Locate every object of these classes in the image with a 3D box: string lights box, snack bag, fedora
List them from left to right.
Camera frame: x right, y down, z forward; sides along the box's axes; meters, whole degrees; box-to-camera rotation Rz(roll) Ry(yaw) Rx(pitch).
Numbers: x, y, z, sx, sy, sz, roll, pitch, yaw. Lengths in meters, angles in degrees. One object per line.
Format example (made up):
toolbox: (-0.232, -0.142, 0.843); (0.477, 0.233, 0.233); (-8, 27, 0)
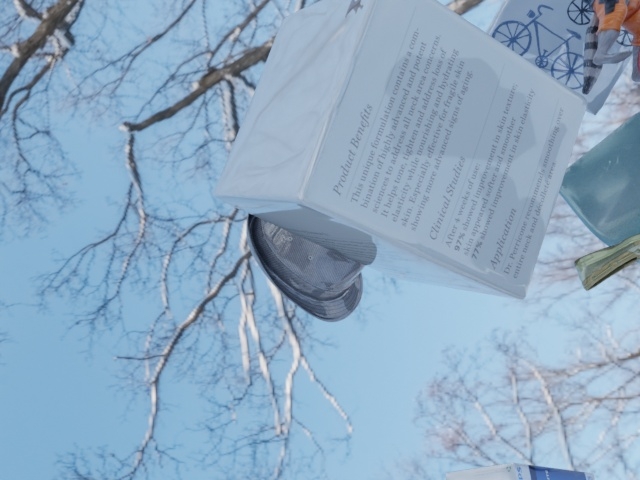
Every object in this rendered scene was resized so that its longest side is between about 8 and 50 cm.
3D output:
fedora: (0.000, 0.000, 1.428); (0.275, 0.124, 0.244); (48, -140, 5)
string lights box: (0.340, 0.424, 1.300); (0.260, 0.133, 0.076); (21, -123, -42)
snack bag: (0.561, -0.496, 1.749); (0.323, 0.342, 0.037); (29, -148, 7)

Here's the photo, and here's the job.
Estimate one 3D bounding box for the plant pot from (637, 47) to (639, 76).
plant pot: (0.602, -0.300, 1.220); (0.191, 0.174, 0.191); (0, -108, -1)

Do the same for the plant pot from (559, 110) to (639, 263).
plant pot: (0.704, -0.087, 1.667); (0.247, 0.248, 0.252); (5, -128, -42)

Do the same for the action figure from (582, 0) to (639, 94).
action figure: (0.457, -0.435, 1.323); (0.341, 0.178, 0.330); (-1, -105, -35)

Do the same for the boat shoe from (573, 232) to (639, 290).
boat shoe: (0.438, 0.025, 1.110); (0.056, 0.153, 0.048); (11, -121, -55)

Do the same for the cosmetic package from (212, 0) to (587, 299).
cosmetic package: (0.115, -0.137, 1.187); (0.394, 0.327, 0.329); (24, -98, -27)
